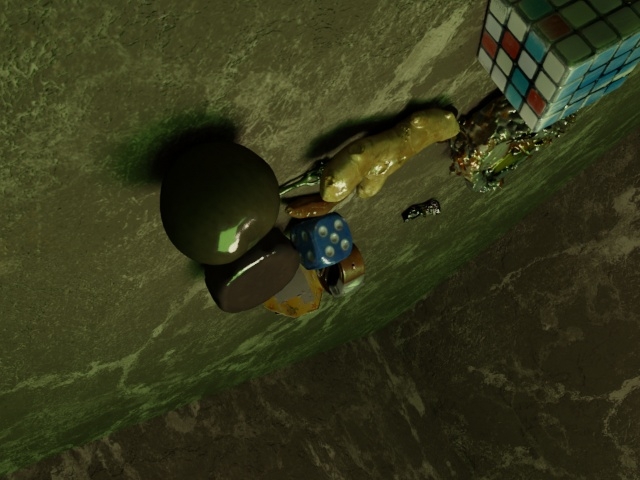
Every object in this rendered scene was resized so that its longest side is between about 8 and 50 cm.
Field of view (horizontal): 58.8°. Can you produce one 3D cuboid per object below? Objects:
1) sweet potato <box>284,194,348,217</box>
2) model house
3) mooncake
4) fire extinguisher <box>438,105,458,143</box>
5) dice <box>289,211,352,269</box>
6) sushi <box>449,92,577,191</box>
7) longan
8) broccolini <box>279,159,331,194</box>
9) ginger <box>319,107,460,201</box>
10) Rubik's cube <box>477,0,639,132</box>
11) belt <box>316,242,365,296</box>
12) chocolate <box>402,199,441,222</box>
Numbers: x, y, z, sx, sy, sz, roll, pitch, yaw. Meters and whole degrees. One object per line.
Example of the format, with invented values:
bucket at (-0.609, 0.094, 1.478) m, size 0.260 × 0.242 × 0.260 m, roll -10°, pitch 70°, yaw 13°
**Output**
sweet potato at (-0.005, -0.105, 1.601) m, size 0.255 × 0.058 × 0.078 m, roll -22°, pitch 140°, yaw -34°
model house at (-0.106, 0.172, 1.911) m, size 0.207 × 0.219 × 0.136 m, roll -24°, pitch 165°, yaw -14°
mooncake at (-0.202, 0.075, 1.638) m, size 0.283 × 0.141 × 0.283 m, roll -30°, pitch 154°, yaw -16°
fire extinguisher at (0.339, -0.313, 1.597) m, size 0.078 × 0.045 × 0.157 m, roll -16°, pitch 159°, yaw -9°
dice at (0.000, 0.000, 1.687) m, size 0.143 × 0.146 × 0.146 m, roll -23°, pitch -174°, yaw -31°
sushi at (0.573, -0.307, 1.740) m, size 0.417 × 0.176 × 0.417 m, roll -26°, pitch 160°, yaw -10°
longan at (-0.197, -0.072, 1.117) m, size 0.248 × 0.248 × 0.248 m, roll -26°, pitch 160°, yaw -10°
broccolini at (-0.064, -0.134, 1.453) m, size 0.254 × 0.057 × 0.071 m, roll -30°, pitch 117°, yaw -9°
ginger at (0.169, -0.232, 1.448) m, size 0.348 × 0.122 × 0.363 m, roll -44°, pitch 159°, yaw 20°
Rubik's cube at (0.528, -0.441, 1.235) m, size 0.258 × 0.253 × 0.256 m, roll -30°, pitch 161°, yaw -5°
belt at (0.072, 0.103, 2.028) m, size 0.105 × 0.184 × 0.261 m, roll -22°, pitch 159°, yaw -24°
chocolate at (0.381, -0.107, 2.138) m, size 0.147 × 0.070 × 0.072 m, roll -22°, pitch 131°, yaw -23°
